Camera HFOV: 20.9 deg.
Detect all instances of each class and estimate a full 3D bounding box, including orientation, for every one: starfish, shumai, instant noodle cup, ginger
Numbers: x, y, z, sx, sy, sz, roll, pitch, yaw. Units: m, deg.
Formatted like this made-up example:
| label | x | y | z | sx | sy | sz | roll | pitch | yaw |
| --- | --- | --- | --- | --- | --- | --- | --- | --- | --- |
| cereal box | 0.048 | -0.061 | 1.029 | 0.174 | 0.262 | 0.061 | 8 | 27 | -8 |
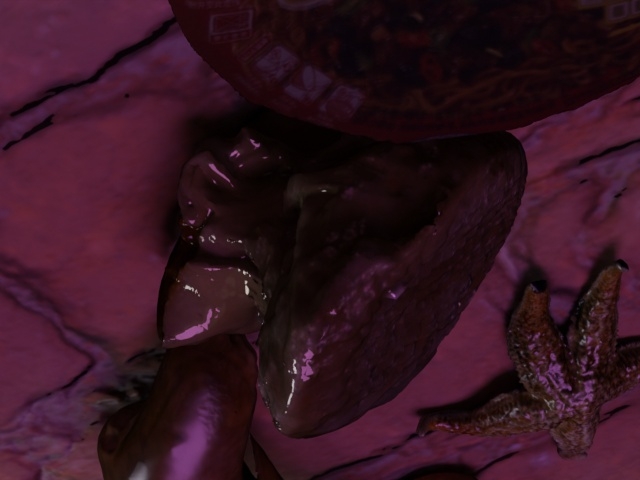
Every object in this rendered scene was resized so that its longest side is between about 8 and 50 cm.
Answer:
| label | x | y | z | sx | sy | sz | roll | pitch | yaw |
| --- | --- | --- | --- | --- | --- | --- | --- | --- | --- |
| starfish | 0.164 | 0.085 | 1.080 | 0.216 | 0.050 | 0.223 | -20 | 147 | -6 |
| shumai | 0.000 | 0.000 | 0.845 | 0.153 | 0.209 | 0.161 | 25 | 133 | 21 |
| instant noodle cup | 0.063 | -0.162 | 0.698 | 0.274 | 0.091 | 0.274 | -9 | 142 | -7 |
| ginger | -0.046 | 0.178 | 1.047 | 0.133 | 0.107 | 0.309 | -5 | 134 | 36 |

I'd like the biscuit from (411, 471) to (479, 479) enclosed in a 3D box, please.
| label | x | y | z | sx | sy | sz | roll | pitch | yaw |
| --- | --- | --- | --- | --- | --- | --- | --- | --- | --- |
| biscuit | 0.033 | 0.247 | 1.233 | 0.165 | 0.036 | 0.250 | -7 | 138 | -7 |
